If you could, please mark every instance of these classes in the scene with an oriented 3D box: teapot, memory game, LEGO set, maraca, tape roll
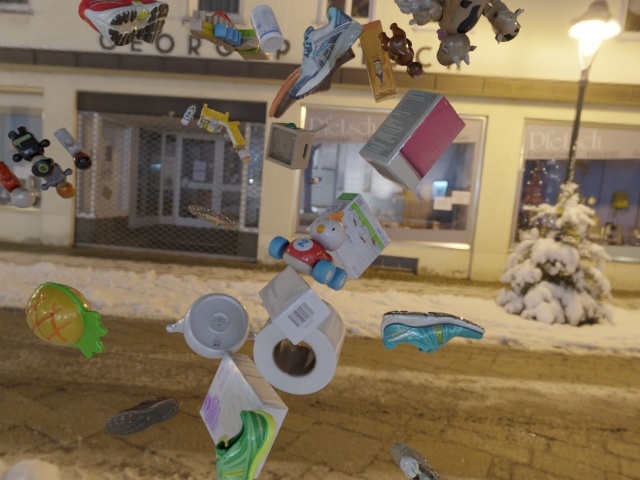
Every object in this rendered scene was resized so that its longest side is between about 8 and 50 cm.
[{"bbox_3d":[-0.383,0.323,1.695,0.252,0.256,0.187,-38,-6,-32],"label":"teapot"},{"bbox_3d":[-0.384,-0.084,1.658,0.186,0.012,0.186,25,10,-5],"label":"memory game"},{"bbox_3d":[-0.367,-0.387,1.697,0.287,0.132,0.107,36,-35,-12],"label":"LEGO set"},{"bbox_3d":[-0.488,0.152,0.889,0.186,0.127,0.099,26,25,14],"label":"maraca"},{"bbox_3d":[-0.058,0.305,1.370,0.246,0.246,0.169,6,20,11],"label":"tape roll"}]

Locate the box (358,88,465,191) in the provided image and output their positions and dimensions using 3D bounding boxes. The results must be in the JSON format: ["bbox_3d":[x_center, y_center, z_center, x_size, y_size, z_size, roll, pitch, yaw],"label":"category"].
[{"bbox_3d":[0.244,-0.272,1.240,0.127,0.232,0.148,37,3,-34],"label":"box"}]

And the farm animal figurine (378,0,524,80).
[{"bbox_3d":[0.306,-0.472,0.980,0.331,0.172,0.326,-24,-20,-4],"label":"farm animal figurine"}]

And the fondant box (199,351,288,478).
[{"bbox_3d":[-0.253,0.538,1.458,0.096,0.238,0.330,21,4,-33],"label":"fondant box"}]

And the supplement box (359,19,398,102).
[{"bbox_3d":[0.180,-0.561,1.455,0.078,0.233,0.080,-13,-2,7],"label":"supplement box"}]

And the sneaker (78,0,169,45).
[{"bbox_3d":[-0.453,-0.536,1.082,0.118,0.107,0.279,31,26,-4],"label":"sneaker"}]

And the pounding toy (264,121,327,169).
[{"bbox_3d":[-0.072,-0.288,1.343,0.130,0.141,0.100,26,24,28],"label":"pounding toy"}]

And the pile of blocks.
[{"bbox_3d":[-0.319,-0.769,1.690,0.149,0.112,0.362,7,6,34],"label":"pile of blocks"}]

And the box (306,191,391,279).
[{"bbox_3d":[0.116,-0.018,1.822,0.231,0.262,0.127,-46,28,-18],"label":"box"}]

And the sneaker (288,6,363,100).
[{"bbox_3d":[-0.012,-0.519,1.285,0.122,0.283,0.110,38,-3,-14],"label":"sneaker"}]

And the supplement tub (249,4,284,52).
[{"bbox_3d":[-0.148,-0.584,1.274,0.071,0.107,0.071,-19,-15,-5],"label":"supplement tub"}]

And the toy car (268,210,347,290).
[{"bbox_3d":[0.000,0.000,1.460,0.219,0.237,0.210,26,-4,28],"label":"toy car"}]

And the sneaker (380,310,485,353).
[{"bbox_3d":[0.293,0.244,1.219,0.276,0.109,0.107,3,-2,-2],"label":"sneaker"}]

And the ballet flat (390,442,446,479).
[{"bbox_3d":[0.282,0.656,1.298,0.206,0.073,0.067,36,16,9],"label":"ballet flat"}]

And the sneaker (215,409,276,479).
[{"bbox_3d":[-0.222,0.567,1.162,0.124,0.295,0.109,29,-17,-13],"label":"sneaker"}]

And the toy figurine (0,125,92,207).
[{"bbox_3d":[-0.769,-0.202,1.293,0.148,0.213,0.209,50,25,6],"label":"toy figurine"}]

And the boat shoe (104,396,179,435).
[{"bbox_3d":[-0.456,0.446,1.183,0.178,0.064,0.060,-13,11,-19],"label":"boat shoe"}]

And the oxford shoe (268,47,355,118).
[{"bbox_3d":[-0.036,-0.533,1.566,0.133,0.364,0.130,38,26,-21],"label":"oxford shoe"}]

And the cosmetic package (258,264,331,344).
[{"bbox_3d":[-0.068,0.147,1.111,0.117,0.085,0.231,-41,17,-4],"label":"cosmetic package"}]
